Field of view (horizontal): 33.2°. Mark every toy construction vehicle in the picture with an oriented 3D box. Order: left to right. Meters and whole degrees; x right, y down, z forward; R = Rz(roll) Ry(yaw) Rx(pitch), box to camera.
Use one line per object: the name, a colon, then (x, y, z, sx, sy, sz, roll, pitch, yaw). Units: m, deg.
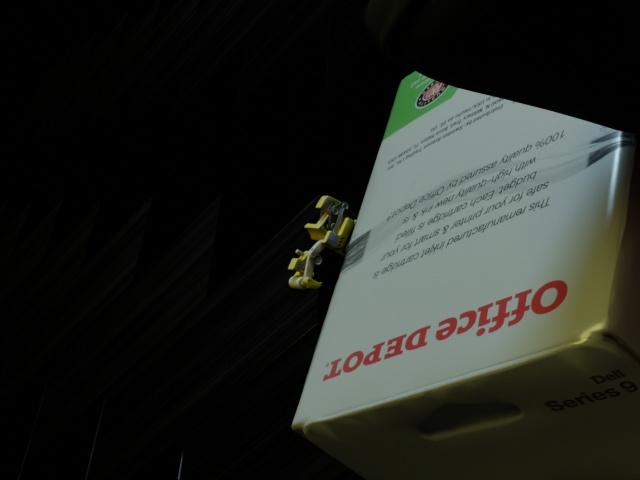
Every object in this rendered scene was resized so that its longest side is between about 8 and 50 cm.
toy construction vehicle: (0.000, 0.000, 1.008, 0.098, 0.035, 0.086, -60, 24, -10)

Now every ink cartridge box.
ink cartridge box: (0.124, -0.004, 0.613, 0.211, 0.121, 0.289, -25, 35, 44)

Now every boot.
boot: (0.161, -0.045, 0.446, 0.207, 0.246, 0.094, 61, 138, 22)
